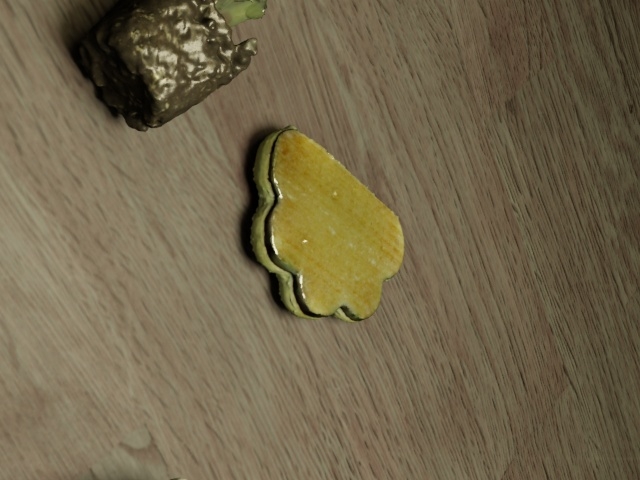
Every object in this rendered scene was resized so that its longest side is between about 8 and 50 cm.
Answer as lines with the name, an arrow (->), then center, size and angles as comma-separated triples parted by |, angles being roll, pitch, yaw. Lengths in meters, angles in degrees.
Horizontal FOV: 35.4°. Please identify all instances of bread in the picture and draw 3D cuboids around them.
bread -> 0.000, 0.000, 1.237 | 0.286, 0.056, 0.207 | 42, 57, -38

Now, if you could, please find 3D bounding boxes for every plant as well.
plant -> -0.144, -0.212, 1.039 | 0.203, 0.142, 0.131 | -50, 114, -24

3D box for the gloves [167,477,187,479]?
gloves -> -0.184, 0.292, 0.989 | 0.219, 0.140, 0.131 | 34, 36, -26
